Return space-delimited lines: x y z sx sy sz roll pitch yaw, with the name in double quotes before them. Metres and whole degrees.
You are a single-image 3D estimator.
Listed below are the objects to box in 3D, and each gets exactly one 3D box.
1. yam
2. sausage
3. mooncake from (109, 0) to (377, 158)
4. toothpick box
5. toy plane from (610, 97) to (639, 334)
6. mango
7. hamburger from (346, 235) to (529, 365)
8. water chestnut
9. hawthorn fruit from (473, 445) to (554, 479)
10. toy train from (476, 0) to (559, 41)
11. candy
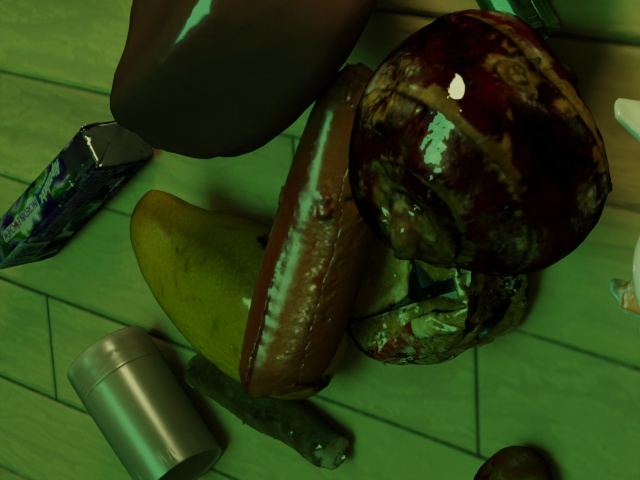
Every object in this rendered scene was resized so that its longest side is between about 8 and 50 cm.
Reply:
"yam" -0.062 0.185 1.938 0.241 0.056 0.057 26 122 40
"sausage" 0.000 0.000 1.612 0.102 0.102 0.330 34 118 37
"mooncake" -0.066 -0.230 1.597 0.334 0.174 0.326 -65 24 9
"toothpick box" -0.206 0.200 2.065 0.181 0.111 0.111 54 137 19
"toy plane" 0.288 -0.004 1.370 0.244 0.117 0.245 -171 90 -76
"mango" -0.084 0.054 1.867 0.295 0.120 0.177 41 139 35
"hamburger" 0.094 0.005 1.654 0.231 0.106 0.231 21 117 48
"water chestnut" 0.139 -0.083 1.460 0.223 0.238 0.224 41 145 37
"hawthorn fruit" 0.179 0.229 1.662 0.077 0.077 0.077 21 119 44
"toy train" 0.163 -0.208 1.530 0.038 0.056 0.093 -36 79 45
"candy" -0.302 -0.052 2.100 0.312 0.088 0.061 -37 71 49
